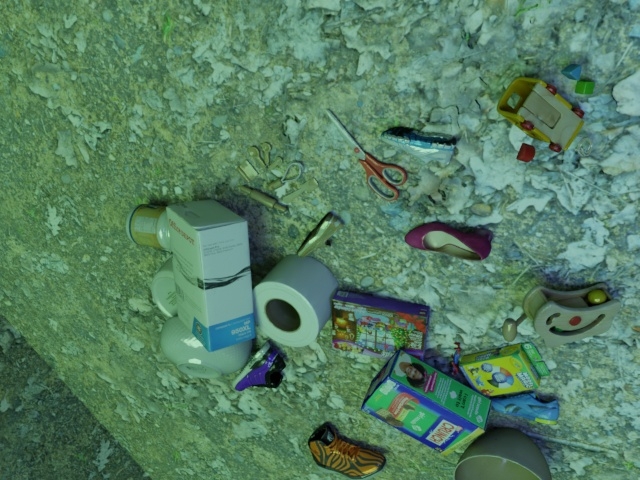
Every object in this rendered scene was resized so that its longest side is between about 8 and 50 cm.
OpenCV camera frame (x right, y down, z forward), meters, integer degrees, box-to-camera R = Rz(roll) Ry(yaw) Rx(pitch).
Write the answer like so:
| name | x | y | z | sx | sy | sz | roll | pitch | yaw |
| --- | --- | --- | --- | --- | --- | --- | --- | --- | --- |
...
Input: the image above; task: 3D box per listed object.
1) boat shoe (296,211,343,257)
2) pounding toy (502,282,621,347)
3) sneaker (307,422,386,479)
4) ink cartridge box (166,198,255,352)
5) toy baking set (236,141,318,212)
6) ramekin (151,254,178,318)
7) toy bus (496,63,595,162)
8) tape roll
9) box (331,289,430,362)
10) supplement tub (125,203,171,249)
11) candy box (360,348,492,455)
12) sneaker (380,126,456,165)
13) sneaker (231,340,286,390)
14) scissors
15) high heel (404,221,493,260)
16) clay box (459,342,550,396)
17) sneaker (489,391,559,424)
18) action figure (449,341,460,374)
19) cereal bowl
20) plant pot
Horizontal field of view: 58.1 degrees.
| name | x | y | z | sx | sy | sz | roll | pitch | yaw |
| --- | --- | --- | --- | --- | --- | --- | --- | --- | --- |
| boat shoe | 0.000 | 0.000 | 1.718 | 0.072 | 0.068 | 0.190 | 35 | 131 | -10 |
| pounding toy | 0.580 | 0.157 | 1.437 | 0.269 | 0.155 | 0.154 | -16 | 126 | 3 |
| sneaker | 0.078 | 0.778 | 2.127 | 0.321 | 0.125 | 0.180 | -12 | 114 | 34 |
| ink cartridge box | -0.343 | 0.097 | 1.790 | 0.285 | 0.166 | 0.395 | 29 | 126 | 53 |
| toy baking set | -0.137 | -0.177 | 1.701 | 0.256 | 0.030 | 0.197 | 31 | 130 | 9 |
| ramekin | -0.481 | 0.183 | 2.062 | 0.272 | 0.127 | 0.273 | 14 | 126 | 21 |
| toy bus | 0.479 | -0.268 | 1.245 | 0.104 | 0.190 | 0.202 | -134 | 29 | -60 |
| tape roll | -0.079 | 0.189 | 1.812 | 0.246 | 0.169 | 0.246 | 14 | 125 | 21 |
| box | 0.180 | 0.270 | 1.767 | 0.293 | 0.057 | 0.201 | 9 | 124 | 16 |
| supplement tub | -0.535 | -0.045 | 1.936 | 0.199 | 0.144 | 0.144 | 7 | 122 | 25 |
| candy box | 0.318 | 0.506 | 1.772 | 0.317 | 0.122 | 0.268 | 27 | 141 | 3 |
| sneaker | 0.238 | -0.228 | 1.435 | 0.190 | 0.071 | 0.083 | 17 | 132 | 20 |
| sneaker | -0.222 | 0.507 | 2.138 | 0.146 | 0.102 | 0.293 | 39 | 130 | 1 |
| scissors | 0.104 | -0.222 | 1.541 | 0.297 | 0.021 | 0.109 | 39 | 132 | 1 |
| high heel | 0.324 | 0.015 | 1.506 | 0.244 | 0.117 | 0.082 | 5 | 122 | 27 |
| clay box | 0.530 | 0.376 | 1.662 | 0.222 | 0.053 | 0.127 | -24 | 106 | 39 |
| sneaker | 0.594 | 0.479 | 1.695 | 0.209 | 0.069 | 0.082 | 3 | 88 | 38 |
| action figure | 0.405 | 0.361 | 1.734 | 0.030 | 0.038 | 0.115 | -3 | 119 | 5 |
| cereal bowl | -0.417 | 0.402 | 2.064 | 0.338 | 0.141 | 0.339 | 6 | 149 | 4 |
| plant pot | 0.566 | 0.685 | 1.748 | 0.284 | 0.191 | 0.284 | 14 | 125 | 21 |
